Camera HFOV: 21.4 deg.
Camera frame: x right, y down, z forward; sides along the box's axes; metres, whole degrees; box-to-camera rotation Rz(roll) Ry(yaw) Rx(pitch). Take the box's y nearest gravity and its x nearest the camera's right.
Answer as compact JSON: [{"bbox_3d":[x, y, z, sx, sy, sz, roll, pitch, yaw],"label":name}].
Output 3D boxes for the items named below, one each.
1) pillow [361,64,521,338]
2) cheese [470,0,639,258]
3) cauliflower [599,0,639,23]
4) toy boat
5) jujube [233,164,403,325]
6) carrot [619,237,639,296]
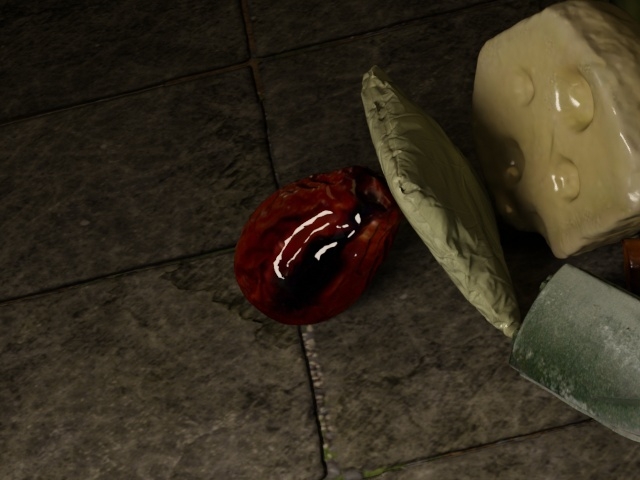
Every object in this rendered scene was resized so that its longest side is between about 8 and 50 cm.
[{"bbox_3d":[0.152,-0.050,2.011,0.076,0.274,0.281,-32,31,14],"label":"pillow"},{"bbox_3d":[0.308,-0.124,2.004,0.115,0.318,0.326,-13,40,-27],"label":"cheese"},{"bbox_3d":[0.463,-0.180,2.093,0.327,0.260,0.281,-36,71,-12],"label":"cauliflower"},{"bbox_3d":[0.334,0.135,1.811,0.319,0.092,0.141,31,92,50],"label":"toy boat"},{"bbox_3d":[0.000,0.000,2.035,0.236,0.168,0.168,-42,15,38],"label":"jujube"},{"bbox_3d":[0.453,0.027,1.964,0.205,0.072,0.072,-3,35,13],"label":"carrot"}]
